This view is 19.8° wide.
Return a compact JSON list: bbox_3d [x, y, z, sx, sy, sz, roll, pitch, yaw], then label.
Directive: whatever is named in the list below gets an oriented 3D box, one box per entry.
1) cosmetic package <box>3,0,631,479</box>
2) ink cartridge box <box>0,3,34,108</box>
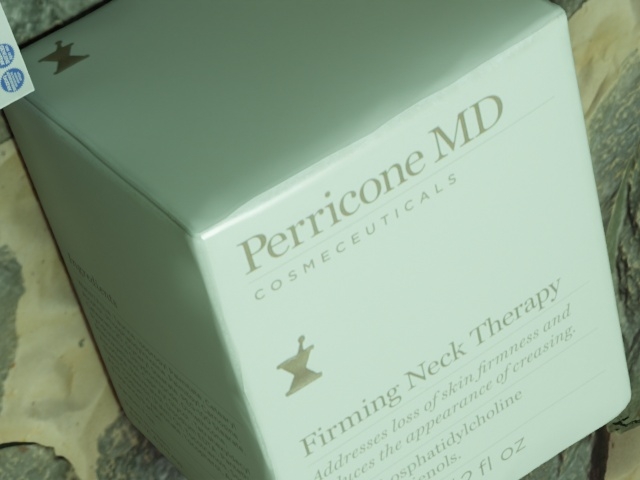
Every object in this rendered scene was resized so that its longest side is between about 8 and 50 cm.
[{"bbox_3d":[0.000,0.000,1.448,0.329,0.327,0.394,-32,130,-19],"label":"cosmetic package"},{"bbox_3d":[-0.270,-0.195,1.278,0.046,0.097,0.207,-32,132,-18],"label":"ink cartridge box"}]
